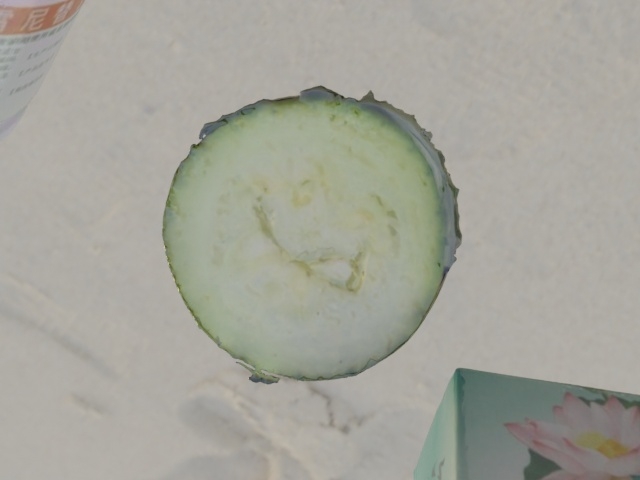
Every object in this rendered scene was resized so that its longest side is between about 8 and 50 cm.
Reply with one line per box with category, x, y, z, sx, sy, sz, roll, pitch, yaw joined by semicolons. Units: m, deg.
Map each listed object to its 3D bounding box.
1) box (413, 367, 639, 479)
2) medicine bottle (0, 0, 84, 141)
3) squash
box;0.164;0.156;0.617;0.245;0.153;0.092;8;137;-4
medicine bottle;-0.260;-0.227;1.034;0.202;0.202;0.316;34;133;-5
squash;0.000;0.000;0.633;0.123;0.123;0.187;28;180;4
